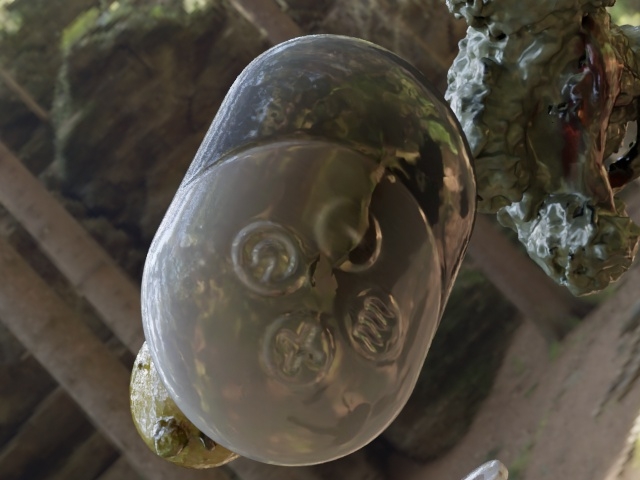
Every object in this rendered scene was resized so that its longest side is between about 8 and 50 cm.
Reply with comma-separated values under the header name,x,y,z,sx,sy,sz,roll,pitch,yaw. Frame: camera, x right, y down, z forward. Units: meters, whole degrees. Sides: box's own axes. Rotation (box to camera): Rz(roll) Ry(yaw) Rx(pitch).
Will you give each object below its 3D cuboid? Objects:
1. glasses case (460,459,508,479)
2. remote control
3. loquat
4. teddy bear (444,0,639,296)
name,x,y,z,sx,sy,sz,roll,pitch,yaw
glasses case,0.094,0.180,0.840,0.083,0.021,0.032,-44,4,15
remote control,0.000,0.000,0.895,0.103,0.221,0.332,-23,38,56
loquat,-0.112,0.146,1.216,0.172,0.149,0.204,-44,10,30
teddy bear,0.226,-0.188,1.164,0.357,0.224,0.368,-52,-42,-23
